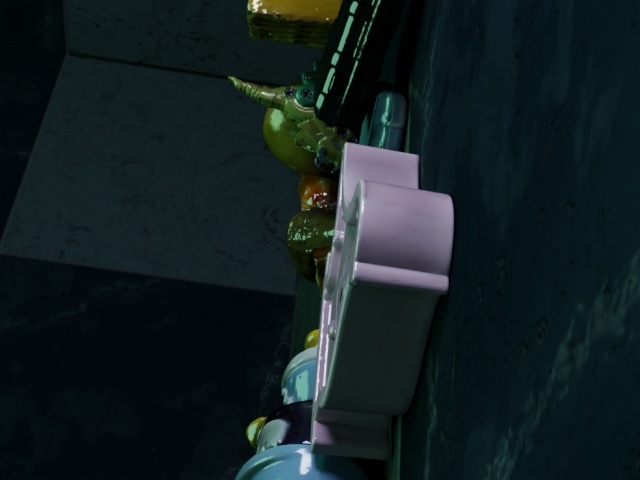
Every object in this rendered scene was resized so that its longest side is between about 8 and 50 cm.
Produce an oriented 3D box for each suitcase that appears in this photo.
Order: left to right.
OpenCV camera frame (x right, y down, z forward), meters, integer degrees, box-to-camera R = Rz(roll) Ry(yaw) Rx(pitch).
[{"bbox_3d":[0.063,-0.294,1.290,0.206,0.066,0.286,-92,21,-68],"label":"suitcase"}]

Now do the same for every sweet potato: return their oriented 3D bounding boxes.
[{"bbox_3d":[-0.003,-0.001,1.708,0.092,0.114,0.341,-64,0,-14],"label":"sweet potato"}]

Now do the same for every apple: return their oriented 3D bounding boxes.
[{"bbox_3d":[-0.018,-0.204,1.858,0.183,0.155,0.182,-63,-8,-15],"label":"apple"}]

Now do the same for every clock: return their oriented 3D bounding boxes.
[{"bbox_3d":[0.054,0.011,0.955,0.275,0.080,0.290,103,173,-49],"label":"clock"}]

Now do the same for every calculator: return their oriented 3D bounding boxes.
[{"bbox_3d":[0.074,-0.134,1.298,0.210,0.039,0.121,-95,17,-77],"label":"calculator"}]

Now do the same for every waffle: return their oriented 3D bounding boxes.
[{"bbox_3d":[-0.009,-0.360,1.722,0.248,0.221,0.055,-149,68,-86],"label":"waffle"}]

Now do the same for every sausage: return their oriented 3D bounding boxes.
[{"bbox_3d":[0.006,-0.073,1.886,0.312,0.092,0.093,-104,23,-80],"label":"sausage"}]

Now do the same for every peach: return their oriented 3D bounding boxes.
[{"bbox_3d":[0.023,0.053,1.549,0.098,0.061,0.098,-12,-90,-82],"label":"peach"}]

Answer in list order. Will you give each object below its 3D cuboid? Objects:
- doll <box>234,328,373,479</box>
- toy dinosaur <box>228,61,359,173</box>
[{"bbox_3d":[-0.014,0.231,1.062,0.314,0.141,0.177,-81,5,-50],"label":"doll"},{"bbox_3d":[-0.025,-0.225,1.724,0.153,0.259,0.094,-54,-6,-23],"label":"toy dinosaur"}]
